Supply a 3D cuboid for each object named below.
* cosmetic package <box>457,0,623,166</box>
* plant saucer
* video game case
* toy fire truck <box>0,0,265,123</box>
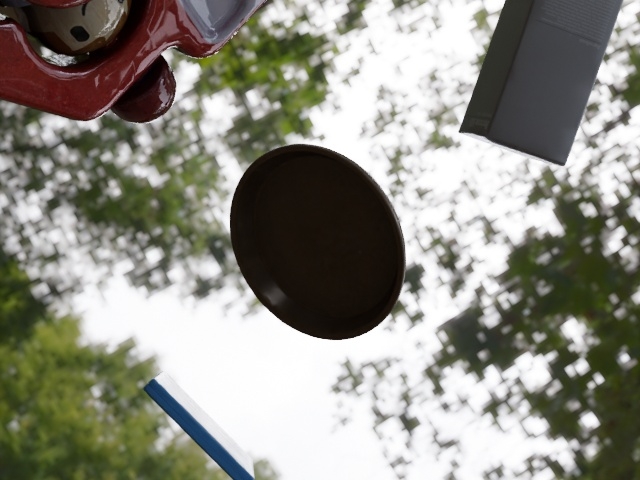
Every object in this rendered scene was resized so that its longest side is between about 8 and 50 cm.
[{"bbox_3d":[0.240,-0.205,1.610,0.107,0.238,0.127,21,1,-11],"label":"cosmetic package"},{"bbox_3d":[0.000,0.000,2.032,0.277,0.041,0.278,13,-65,30],"label":"plant saucer"},{"bbox_3d":[-0.104,0.163,1.317,0.119,0.015,0.166,45,-4,0],"label":"video game case"},{"bbox_3d":[-0.118,-0.200,0.928,0.169,0.302,0.254,28,-17,41],"label":"toy fire truck"}]
